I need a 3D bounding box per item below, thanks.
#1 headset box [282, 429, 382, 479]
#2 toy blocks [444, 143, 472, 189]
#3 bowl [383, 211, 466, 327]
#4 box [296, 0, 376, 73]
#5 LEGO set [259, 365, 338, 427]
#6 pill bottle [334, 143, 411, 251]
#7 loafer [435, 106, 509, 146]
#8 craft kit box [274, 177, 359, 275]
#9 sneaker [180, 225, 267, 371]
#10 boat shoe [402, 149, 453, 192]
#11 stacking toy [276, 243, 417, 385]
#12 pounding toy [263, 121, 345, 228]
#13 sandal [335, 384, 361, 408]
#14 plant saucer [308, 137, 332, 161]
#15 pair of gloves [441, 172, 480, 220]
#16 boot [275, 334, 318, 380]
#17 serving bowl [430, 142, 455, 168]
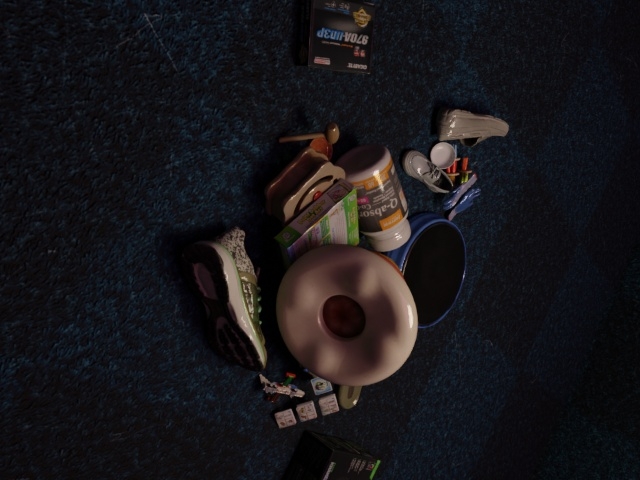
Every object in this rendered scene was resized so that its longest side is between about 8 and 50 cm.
[{"bbox_3d":[0.030,0.746,1.745,0.283,0.131,0.246,33,81,-43],"label":"headset box"},{"bbox_3d":[0.457,-0.247,1.877,0.123,0.054,0.148,-14,112,-38],"label":"toy blocks"},{"bbox_3d":[0.349,0.104,1.863,0.391,0.077,0.391,-13,110,-40],"label":"bowl"},{"bbox_3d":[0.041,-0.517,1.419,0.220,0.051,0.175,-7,108,-41],"label":"box"},{"bbox_3d":[-0.058,0.418,1.576,0.182,0.060,0.244,-17,132,-3],"label":"LEGO set"},{"bbox_3d":[0.152,-0.114,1.569,0.162,0.162,0.279,-43,127,-24],"label":"pill bottle"},{"bbox_3d":[0.492,-0.361,1.844,0.319,0.112,0.112,0,108,-34],"label":"loafer"},{"bbox_3d":[0.000,0.000,1.473,0.246,0.061,0.250,-40,150,-21],"label":"craft kit box"},{"bbox_3d":[-0.185,0.144,1.372,0.182,0.158,0.411,-47,136,-44],"label":"sneaker"},{"bbox_3d":[0.342,-0.213,1.764,0.227,0.081,0.079,29,83,-44],"label":"boat shoe"},{"bbox_3d":[0.126,0.137,1.512,0.480,0.350,0.351,-31,127,-65],"label":"stacking toy"},{"bbox_3d":[-0.045,-0.169,1.431,0.269,0.155,0.154,-46,154,-7],"label":"pounding toy"},{"bbox_3d":[0.119,0.388,1.738,0.120,0.086,0.303,-8,111,-34],"label":"sandal"},{"bbox_3d":[-0.003,-0.235,1.492,0.083,0.013,0.084,-15,113,-39],"label":"plant saucer"},{"bbox_3d":[0.471,-0.140,1.885,0.159,0.023,0.198,-45,152,-2],"label":"pair of gloves"},{"bbox_3d":[-0.011,0.289,1.601,0.179,0.085,0.236,-50,132,-22],"label":"boot"},{"bbox_3d":[0.388,-0.270,1.810,0.083,0.027,0.083,0,92,-7],"label":"serving bowl"}]
